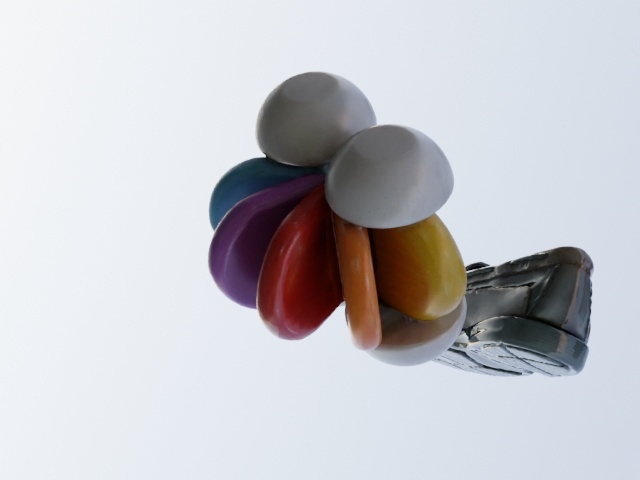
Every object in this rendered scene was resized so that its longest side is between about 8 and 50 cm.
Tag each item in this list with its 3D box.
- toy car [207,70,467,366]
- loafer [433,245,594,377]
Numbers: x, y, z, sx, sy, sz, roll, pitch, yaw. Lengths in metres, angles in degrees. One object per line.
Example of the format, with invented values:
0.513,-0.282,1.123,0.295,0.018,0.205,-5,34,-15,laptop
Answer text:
0.000,0.000,1.019,0.182,0.136,0.159,41,-29,45,toy car
0.133,0.053,1.255,0.084,0.096,0.267,-70,-163,-9,loafer
